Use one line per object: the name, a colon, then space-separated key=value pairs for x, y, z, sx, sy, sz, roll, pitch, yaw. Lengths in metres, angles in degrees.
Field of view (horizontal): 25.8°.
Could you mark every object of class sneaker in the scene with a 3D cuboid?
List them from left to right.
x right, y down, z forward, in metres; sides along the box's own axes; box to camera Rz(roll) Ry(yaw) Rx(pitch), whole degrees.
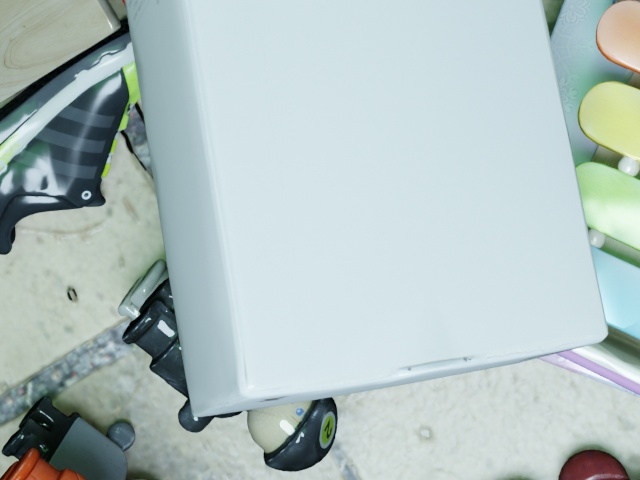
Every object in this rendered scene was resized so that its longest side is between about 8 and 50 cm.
sneaker: x=-0.178 y=-0.074 z=1.017 sx=0.235 sy=0.084 sz=0.097 roll=-36 pitch=109 yaw=6

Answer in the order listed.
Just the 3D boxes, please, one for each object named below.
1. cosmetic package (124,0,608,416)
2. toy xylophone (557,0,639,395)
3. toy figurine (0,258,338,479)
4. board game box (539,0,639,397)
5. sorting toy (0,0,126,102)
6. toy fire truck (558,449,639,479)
cosmetic package: x=0.009 y=-0.103 z=0.810 sx=0.217 sy=0.156 sz=0.384 roll=-5 pitch=83 yaw=-18
toy xylophone: x=0.267 y=-0.049 z=0.881 sx=0.236 sy=0.081 sz=0.322 roll=17 pitch=91 yaw=7
toy figurine: x=-0.103 y=0.131 z=0.928 sx=0.148 sy=0.209 sz=0.213 roll=39 pitch=87 yaw=-10
board game box: x=0.286 y=-0.035 z=0.954 sx=0.318 sy=0.066 sz=0.318 roll=20 pitch=91 yaw=7
sorting toy: x=-0.206 y=-0.183 z=0.970 sx=0.275 sy=0.046 sz=0.132 roll=-25 pitch=100 yaw=31
toy fire truck: x=0.154 y=0.259 z=0.898 sx=0.302 sy=0.169 sz=0.254 roll=-24 pitch=46 yaw=7
